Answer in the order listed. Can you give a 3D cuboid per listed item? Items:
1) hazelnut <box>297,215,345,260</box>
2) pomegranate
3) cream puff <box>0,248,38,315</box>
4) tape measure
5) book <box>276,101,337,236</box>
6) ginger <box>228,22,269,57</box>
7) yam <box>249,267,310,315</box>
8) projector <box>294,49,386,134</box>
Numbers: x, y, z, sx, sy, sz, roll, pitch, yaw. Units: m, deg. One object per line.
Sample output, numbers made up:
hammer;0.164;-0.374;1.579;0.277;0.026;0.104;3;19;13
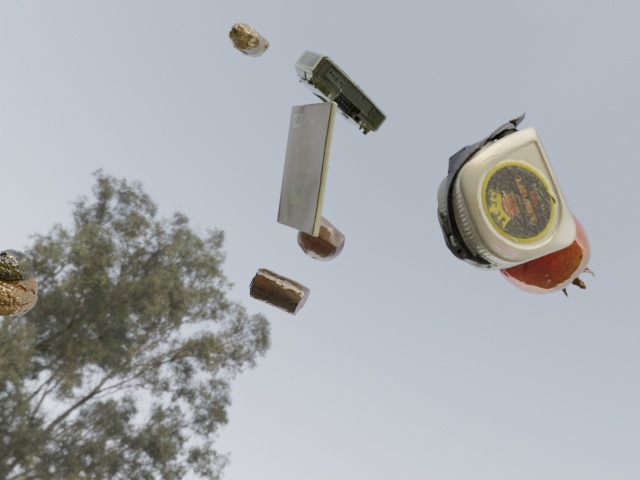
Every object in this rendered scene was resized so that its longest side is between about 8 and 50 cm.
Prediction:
hazelnut;0.000;0.000;1.630;0.154;0.143;0.143;40;-56;-14
pomegranate;0.549;0.031;1.214;0.256;0.221;0.221;36;-57;-8
cream puff;-0.867;0.098;1.363;0.183;0.183;0.169;23;-73;17
tape measure;0.316;-0.083;0.931;0.133;0.231;0.271;145;-71;-71
book;-0.039;-0.180;1.238;0.217;0.021;0.311;21;-75;59
ginger;-0.194;-0.537;1.352;0.095;0.190;0.069;32;-79;1
yam;-0.094;0.118;1.139;0.127;0.084;0.084;25;-61;14
projector;0.048;-0.418;1.417;0.269;0.193;0.088;34;-82;-34
